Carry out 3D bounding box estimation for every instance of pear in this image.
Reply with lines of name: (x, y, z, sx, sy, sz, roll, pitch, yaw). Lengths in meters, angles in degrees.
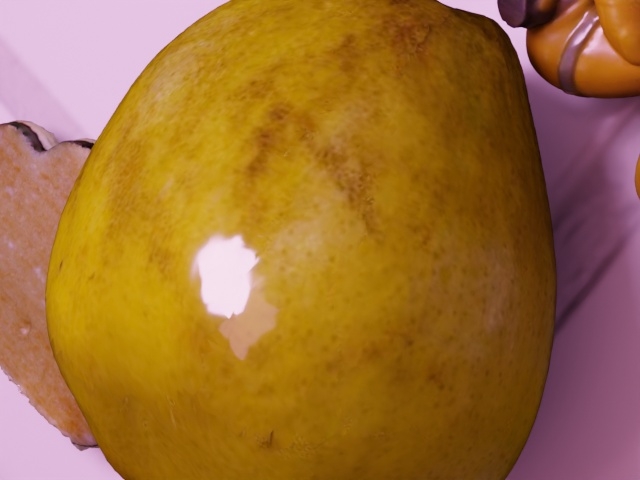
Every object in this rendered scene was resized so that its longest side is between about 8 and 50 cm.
pear: (0.000, 0.000, 0.643, 0.287, 0.287, 0.375, 18, 91, 30)

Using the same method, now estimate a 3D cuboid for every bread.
bread: (-0.203, 0.015, 0.884, 0.286, 0.056, 0.207, 45, 111, 25)

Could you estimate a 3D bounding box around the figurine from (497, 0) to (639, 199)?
figurine: (0.219, -0.084, 0.585, 0.257, 0.192, 0.167, 40, 135, 51)
